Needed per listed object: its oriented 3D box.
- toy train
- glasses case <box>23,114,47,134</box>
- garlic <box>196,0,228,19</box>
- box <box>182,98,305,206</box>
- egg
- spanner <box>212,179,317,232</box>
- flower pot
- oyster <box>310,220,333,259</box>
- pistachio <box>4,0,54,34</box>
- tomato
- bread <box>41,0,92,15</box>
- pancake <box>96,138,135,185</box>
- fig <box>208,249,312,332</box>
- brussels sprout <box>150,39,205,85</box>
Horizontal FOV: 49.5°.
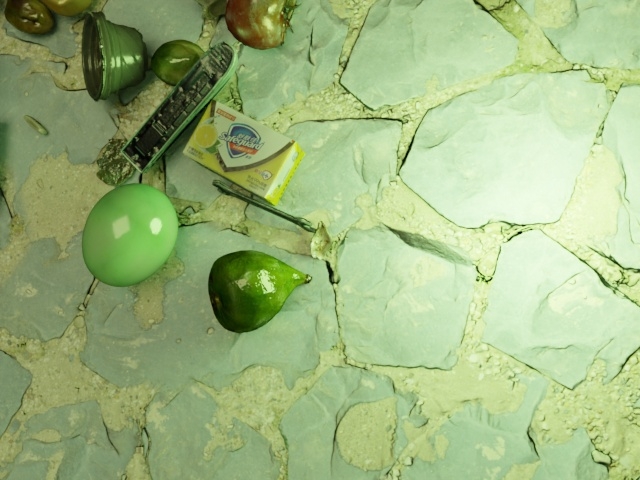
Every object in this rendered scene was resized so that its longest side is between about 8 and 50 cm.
[{"bbox_3d":[-0.345,-0.344,1.776,0.407,0.088,0.086,-44,89,17],"label":"toy train"},{"bbox_3d":[-0.803,-0.326,1.954,0.083,0.032,0.021,39,97,16],"label":"glasses case"},{"bbox_3d":[-0.288,-0.697,1.845,0.131,0.127,0.194,-14,63,16],"label":"garlic"},{"bbox_3d":[-0.193,-0.222,1.756,0.265,0.097,0.168,31,90,16],"label":"box"},{"bbox_3d":[-0.474,-0.012,1.730,0.220,0.220,0.269,26,96,16],"label":"egg"},{"bbox_3d":[-0.142,-0.086,1.742,0.302,0.071,0.017,24,76,18],"label":"spanner"},{"bbox_3d":[-0.543,-0.486,1.837,0.141,0.235,0.235,-10,76,-30],"label":"flower pot"},{"bbox_3d":[0.003,0.000,1.701,0.051,0.034,0.093,18,99,-22],"label":"oyster"},{"bbox_3d":[-0.846,-0.656,1.979,0.189,0.100,0.110,45,97,15],"label":"pistachio"},{"bbox_3d":[-0.146,-0.605,1.753,0.181,0.155,0.214,14,87,-1],"label":"tomato"},{"bbox_3d":[-0.736,-0.723,1.961,0.147,0.098,0.217,-43,73,-8],"label":"bread"},{"bbox_3d":[-0.551,-0.210,1.881,0.116,0.022,0.129,29,89,14],"label":"pancake"},{"bbox_3d":[-0.143,0.106,1.685,0.235,0.203,0.203,-18,74,-30],"label":"fig"},{"bbox_3d":[-0.367,-0.461,1.821,0.155,0.155,0.117,36,127,16],"label":"brussels sprout"}]
